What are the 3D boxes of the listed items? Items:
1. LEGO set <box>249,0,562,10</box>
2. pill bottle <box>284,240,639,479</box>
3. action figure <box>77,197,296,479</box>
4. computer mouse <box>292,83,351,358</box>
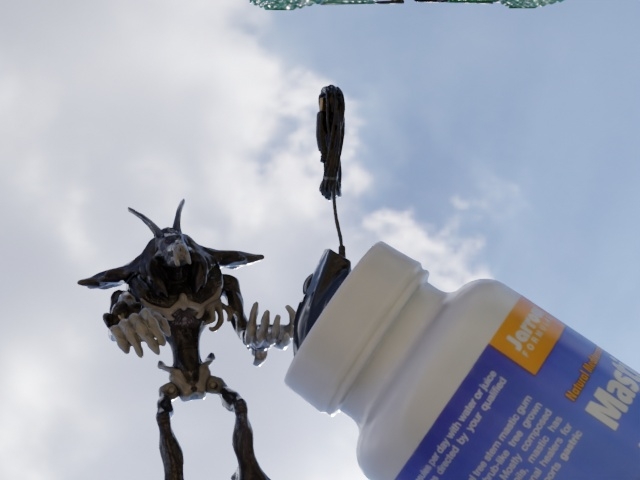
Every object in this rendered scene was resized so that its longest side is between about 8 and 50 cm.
[{"bbox_3d":[0.090,-0.304,1.159,0.331,0.255,0.192,-4,-98,-8],"label":"LEGO set"},{"bbox_3d":[0.119,0.119,0.919,0.272,0.152,0.152,34,-113,7],"label":"pill bottle"},{"bbox_3d":[-0.100,0.087,1.205,0.164,0.141,0.276,-8,-102,-22],"label":"action figure"},{"bbox_3d":[0.000,0.000,1.051,0.041,0.071,0.242,0,-114,-3],"label":"computer mouse"}]
